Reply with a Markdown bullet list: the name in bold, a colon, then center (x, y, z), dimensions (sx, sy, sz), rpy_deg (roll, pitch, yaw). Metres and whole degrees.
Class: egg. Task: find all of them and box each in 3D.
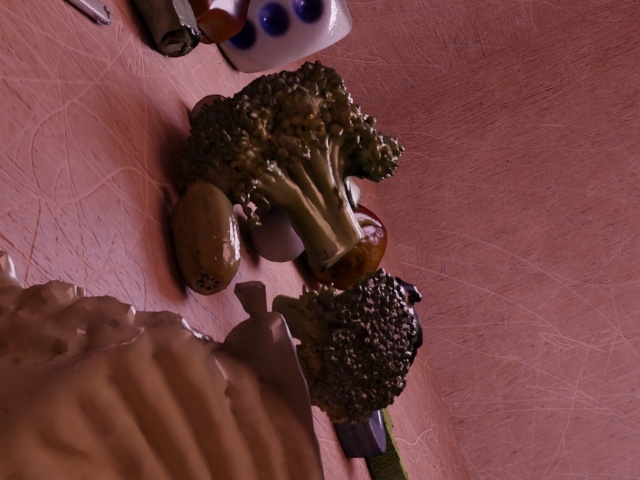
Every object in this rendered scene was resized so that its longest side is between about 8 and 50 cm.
- **egg**: center (-0.068, -0.019, 1.637), dimensions (0.135, 0.103, 0.103), rpy_deg (-96, 161, -64)

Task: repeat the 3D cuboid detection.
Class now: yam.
- **yam**: center (-0.155, -0.184, 1.619), dimensions (0.127, 0.084, 0.084), rpy_deg (54, 17, -63)

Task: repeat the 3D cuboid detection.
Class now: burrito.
- **burrito**: center (-0.260, -0.405, 1.533), dimensions (0.144, 0.089, 0.228), rpy_deg (163, -95, -86)

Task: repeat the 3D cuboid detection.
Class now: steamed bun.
- **steamed bun**: center (-0.169, 0.133, 0.474), dimensions (0.272, 0.273, 0.290), rpy_deg (17, -35, 41)

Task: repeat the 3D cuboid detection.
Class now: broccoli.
- **broccoli**: center (0.031, 0.146, 1.506), dimensions (0.243, 0.247, 0.262), rpy_deg (19, -39, 41)
- **broccoli**: center (-0.039, -0.126, 1.478), dimensions (0.317, 0.277, 0.338), rpy_deg (51, 9, -23)

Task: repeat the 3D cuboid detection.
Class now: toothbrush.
- **toothbrush**: center (-0.324, -0.323, 1.130), dimensions (0.042, 0.040, 0.418), rpy_deg (67, 10, 9)

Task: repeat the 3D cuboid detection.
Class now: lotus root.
- **lotus root**: center (-0.146, -0.014, 1.257), dimensions (0.077, 0.090, 0.183), rpy_deg (21, 38, -38)

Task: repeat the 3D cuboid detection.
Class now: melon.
- **melon**: center (0.116, 0.381, 1.879), dimensions (0.209, 0.064, 0.118), rpy_deg (-95, 159, -67)

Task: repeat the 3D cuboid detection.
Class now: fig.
- **fig**: center (0.031, 0.012, 1.920), dimensions (0.290, 0.191, 0.190), rpy_deg (-14, 82, -81)

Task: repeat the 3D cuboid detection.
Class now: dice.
- **dice**: center (-0.110, -0.543, 2.102), dimensions (0.304, 0.277, 0.304), rpy_deg (-81, 150, -69)

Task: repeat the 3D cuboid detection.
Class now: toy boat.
- **toy boat**: center (0.057, 0.265, 1.761), dimensions (0.127, 0.078, 0.282), rpy_deg (57, 15, -49)

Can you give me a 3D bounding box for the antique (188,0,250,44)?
- **antique**: center (-0.213, -0.469, 1.784), dimensions (0.278, 0.129, 0.223), rpy_deg (-64, 132, -74)
